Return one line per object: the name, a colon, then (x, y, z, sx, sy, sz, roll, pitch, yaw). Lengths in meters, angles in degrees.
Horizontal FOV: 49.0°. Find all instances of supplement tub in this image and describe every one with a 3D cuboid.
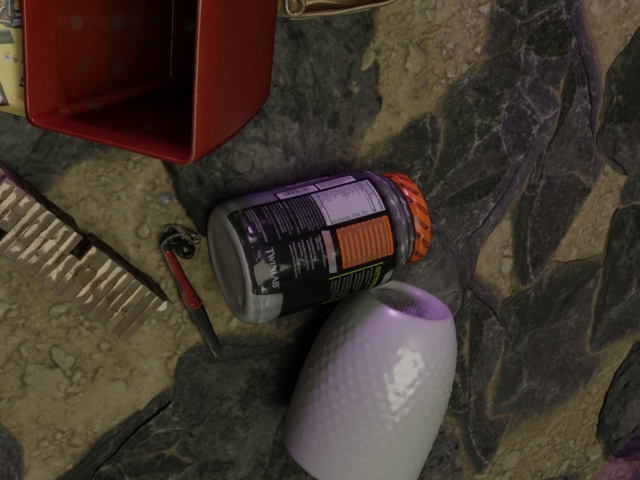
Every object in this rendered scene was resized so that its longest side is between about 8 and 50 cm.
supplement tub: (0.000, 0.000, 1.171, 0.338, 0.207, 0.207, -15, 118, -24)

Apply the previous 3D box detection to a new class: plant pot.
plant pot: (-0.195, -0.268, 0.899, 0.236, 0.267, 0.267, -30, 131, -59)

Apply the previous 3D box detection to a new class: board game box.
board game box: (-0.433, -0.257, 0.910, 0.243, 0.042, 0.165, 12, 105, -33)

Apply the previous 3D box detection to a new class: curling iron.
curling iron: (-0.209, 0.093, 1.197, 0.068, 0.035, 0.274, -23, 121, -19)

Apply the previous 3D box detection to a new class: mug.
mug: (0.127, 0.242, 1.330, 0.374, 0.276, 0.328, -19, 130, -61)

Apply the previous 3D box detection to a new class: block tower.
block tower: (-0.375, 0.023, 1.038, 0.097, 0.091, 0.335, -48, 125, -3)

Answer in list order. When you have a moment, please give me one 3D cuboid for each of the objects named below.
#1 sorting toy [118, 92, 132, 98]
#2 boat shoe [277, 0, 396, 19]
sorting toy: (-0.271, -0.185, 1.035, 0.061, 0.042, 0.102, -37, 124, -11)
boat shoe: (-0.010, -0.391, 1.064, 0.285, 0.089, 0.104, -12, 117, -25)
